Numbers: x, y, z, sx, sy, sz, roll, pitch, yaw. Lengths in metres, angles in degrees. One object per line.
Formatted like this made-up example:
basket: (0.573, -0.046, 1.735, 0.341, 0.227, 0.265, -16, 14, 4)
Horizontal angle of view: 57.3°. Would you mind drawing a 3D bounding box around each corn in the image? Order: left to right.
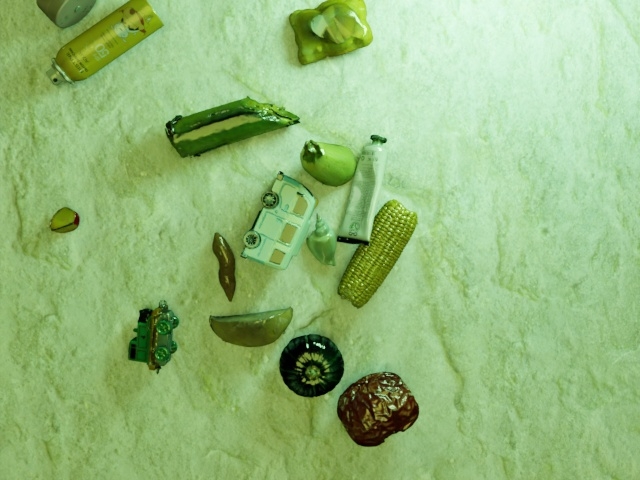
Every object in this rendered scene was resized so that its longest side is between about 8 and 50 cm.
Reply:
corn: (0.168, 0.043, 1.773, 0.131, 0.131, 0.344, 31, 94, -9)

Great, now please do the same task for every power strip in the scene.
power strip: (-0.685, -0.658, 1.592, 0.154, 0.154, 0.078, -45, 96, 0)

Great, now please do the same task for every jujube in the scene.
jujube: (0.170, 0.510, 1.785, 0.232, 0.213, 0.213, -33, 99, -1)

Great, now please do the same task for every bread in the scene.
bread: (0.032, -0.619, 1.703, 0.233, 0.088, 0.160, -17, 103, -1)

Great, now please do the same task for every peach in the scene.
peach: (-0.740, -0.052, 1.704, 0.077, 0.050, 0.083, 30, 83, 15)

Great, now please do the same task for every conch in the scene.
conch: (0.003, 0.001, 1.781, 0.088, 0.065, 0.180, -15, 107, -6)

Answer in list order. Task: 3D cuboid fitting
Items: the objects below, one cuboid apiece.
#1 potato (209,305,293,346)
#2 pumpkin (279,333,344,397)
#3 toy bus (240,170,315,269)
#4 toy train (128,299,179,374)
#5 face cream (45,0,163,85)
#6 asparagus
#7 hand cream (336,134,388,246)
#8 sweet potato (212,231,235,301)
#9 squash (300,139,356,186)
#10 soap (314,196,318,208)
potato: (-0.205, 0.278, 1.774, 0.261, 0.100, 0.120, -7, 97, -5)
pumpkin: (-0.027, 0.383, 1.786, 0.202, 0.140, 0.201, 0, 97, -3)
toy bus: (-0.116, -0.054, 1.726, 0.165, 0.133, 0.271, 24, 93, -4)
toy train: (-0.502, 0.288, 1.751, 0.136, 0.091, 0.227, 4, 96, 4)
face cream: (-0.610, -0.548, 1.633, 0.349, 0.105, 0.105, -35, 99, -1)
asparagus: (-0.253, -0.342, 1.696, 0.382, 0.108, 0.128, -18, 97, -6)
hand cream: (0.135, -0.149, 1.755, 0.076, 0.121, 0.335, 17, 87, -47)
sweet potato: (-0.284, 0.081, 1.764, 0.065, 0.051, 0.218, -5, 99, 36)
squash: (-0.009, -0.228, 1.677, 0.137, 0.287, 0.137, 0, 90, 25)
soap: (-0.039, -0.094, 1.792, 0.034, 0.012, 0.089, 36, 92, -6)
